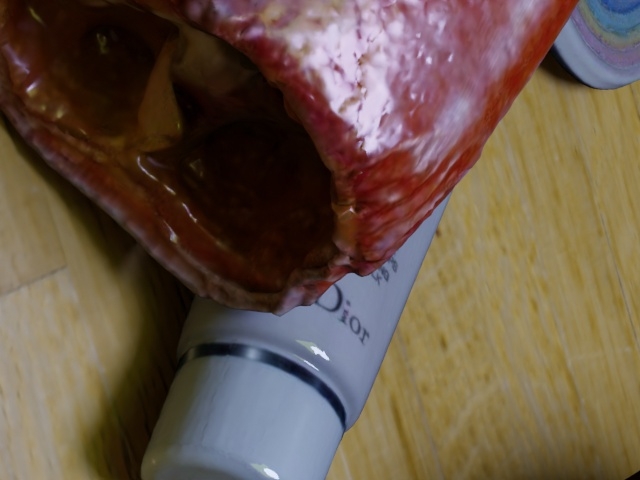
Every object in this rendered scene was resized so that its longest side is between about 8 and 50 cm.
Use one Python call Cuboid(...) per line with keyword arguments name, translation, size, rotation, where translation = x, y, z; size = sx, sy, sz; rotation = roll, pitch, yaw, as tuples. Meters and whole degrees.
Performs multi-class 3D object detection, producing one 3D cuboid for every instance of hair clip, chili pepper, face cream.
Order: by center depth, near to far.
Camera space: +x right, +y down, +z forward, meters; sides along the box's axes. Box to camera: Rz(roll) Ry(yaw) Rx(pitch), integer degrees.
Cuboid(name="chili pepper", translation=(-0.007, -0.154, 0.840), size=(0.251, 0.229, 0.305), rotation=(38, 63, -17))
Cuboid(name="face cream", translation=(0.000, 0.000, 0.944), size=(0.143, 0.089, 0.314), rotation=(43, 48, -28))
Cuboid(name="hair clip", translation=(0.148, -0.170, 1.117), size=(0.220, 0.054, 0.140), rotation=(53, 48, -30))

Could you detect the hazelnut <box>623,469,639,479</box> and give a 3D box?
Cuboid(name="hazelnut", translation=(0.233, 0.311, 0.936), size=(0.402, 0.402, 0.429), rotation=(-3, 73, -43))
